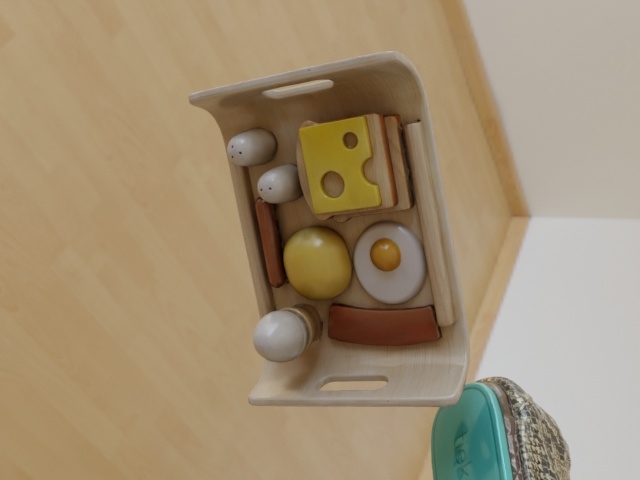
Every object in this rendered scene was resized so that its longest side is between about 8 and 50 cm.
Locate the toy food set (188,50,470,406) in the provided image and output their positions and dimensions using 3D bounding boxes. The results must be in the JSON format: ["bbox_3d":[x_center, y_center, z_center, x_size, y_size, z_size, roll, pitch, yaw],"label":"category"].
[{"bbox_3d":[0.000,0.000,0.755,0.092,0.219,0.306,-24,106,-59],"label":"toy food set"}]

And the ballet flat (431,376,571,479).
[{"bbox_3d":[0.176,0.335,0.683,0.182,0.164,0.483,33,40,-19],"label":"ballet flat"}]
